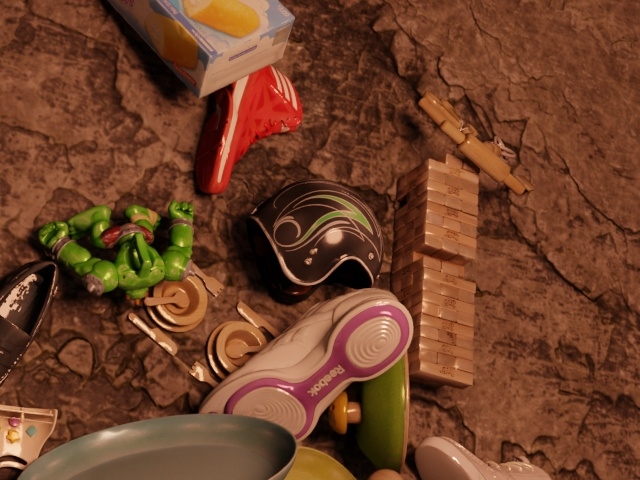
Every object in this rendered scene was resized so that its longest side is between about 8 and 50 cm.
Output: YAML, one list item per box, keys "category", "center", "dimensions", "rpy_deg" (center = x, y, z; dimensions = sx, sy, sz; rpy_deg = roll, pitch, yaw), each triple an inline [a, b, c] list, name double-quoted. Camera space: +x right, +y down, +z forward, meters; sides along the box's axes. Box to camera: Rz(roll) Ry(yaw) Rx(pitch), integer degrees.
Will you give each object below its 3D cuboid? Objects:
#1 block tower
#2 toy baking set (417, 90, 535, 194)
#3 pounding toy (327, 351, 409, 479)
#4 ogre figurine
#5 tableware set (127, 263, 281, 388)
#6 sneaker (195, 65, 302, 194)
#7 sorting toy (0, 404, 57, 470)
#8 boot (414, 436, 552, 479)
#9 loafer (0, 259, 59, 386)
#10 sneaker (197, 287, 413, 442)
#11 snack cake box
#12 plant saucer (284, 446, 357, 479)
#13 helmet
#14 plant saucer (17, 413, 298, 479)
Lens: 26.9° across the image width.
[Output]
- category: "block tower"
  center: [0.160, 0.046, 1.896]
  dimensions: [0.091, 0.097, 0.335]
  rpy_deg: [16, 63, -24]
- category: "toy baking set"
  center: [0.243, -0.143, 1.983]
  dimensions: [0.256, 0.030, 0.197]
  rpy_deg: [39, 19, -15]
- category: "pounding toy"
  center: [0.051, 0.237, 1.738]
  dimensions: [0.110, 0.183, 0.237]
  rpy_deg: [2, 73, -3]
- category: "ogre figurine"
  center: [-0.241, 0.011, 1.669]
  dimensions: [0.197, 0.097, 0.118]
  rpy_deg: [6, 44, -38]
- category: "tableware set"
  center: [-0.142, 0.109, 1.732]
  dimensions: [0.194, 0.039, 0.128]
  rpy_deg: [41, 57, -11]
- category: "sneaker"
  center: [-0.087, -0.150, 1.833]
  dimensions: [0.128, 0.087, 0.221]
  rpy_deg: [22, 69, -25]
- category: "sorting toy"
  center: [-0.358, 0.231, 1.566]
  dimensions: [0.083, 0.045, 0.075]
  rpy_deg: [12, 75, -28]
- category: "boot"
  center: [0.240, 0.337, 1.844]
  dimensions: [0.258, 0.095, 0.123]
  rpy_deg: [50, 50, -14]
- category: "loafer"
  center: [-0.379, 0.112, 1.573]
  dimensions: [0.076, 0.078, 0.223]
  rpy_deg: [37, 58, -13]
- category: "sneaker"
  center: [-0.020, 0.164, 1.706]
  dimensions: [0.305, 0.152, 0.114]
  rpy_deg: [-31, 107, 3]
- category: "snack cake box"
  center: [-0.179, -0.330, 1.796]
  dimensions: [0.152, 0.089, 0.264]
  rpy_deg: [-32, 69, -33]
- category: "plant saucer"
  center: [-0.007, 0.377, 1.672]
  dimensions: [0.241, 0.037, 0.241]
  rpy_deg: [31, 42, -33]
- category: "helmet"
  center: [0.000, 0.000, 1.780]
  dimensions: [0.161, 0.169, 0.169]
  rpy_deg: [-23, 84, -17]
- category: "plant saucer"
  center: [-0.181, 0.268, 1.509]
  dimensions: [0.318, 0.317, 0.043]
  rpy_deg: [-13, 103, -32]
